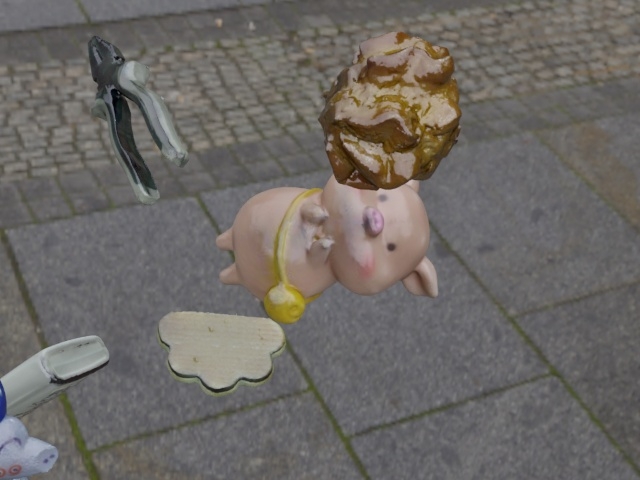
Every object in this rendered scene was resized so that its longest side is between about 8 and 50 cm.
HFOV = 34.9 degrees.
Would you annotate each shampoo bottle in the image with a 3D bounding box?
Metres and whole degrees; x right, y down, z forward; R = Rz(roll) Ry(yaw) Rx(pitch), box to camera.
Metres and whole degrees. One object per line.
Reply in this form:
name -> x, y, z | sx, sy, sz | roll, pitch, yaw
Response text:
shampoo bottle -> -0.483, 0.246, 1.621 | 0.071, 0.284, 0.153 | 62, 23, 4

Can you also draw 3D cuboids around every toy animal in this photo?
toy animal -> 0.001, 0.003, 1.154 | 0.247, 0.165, 0.149 | -8, 3, 7

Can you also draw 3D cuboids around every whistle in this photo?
whistle -> -0.136, 0.063, 0.401 | 0.033, 0.083, 0.029 | -29, 14, 4

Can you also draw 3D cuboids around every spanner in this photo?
spanner -> -0.245, -0.172, 1.294 | 0.040, 0.096, 0.325 | 23, 25, -43

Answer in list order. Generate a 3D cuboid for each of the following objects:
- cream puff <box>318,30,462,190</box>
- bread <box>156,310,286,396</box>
cream puff -> 0.044, -0.089, 0.718 | 0.094, 0.116, 0.122 | 5, 72, -21
bread -> -0.220, 0.248, 2.215 | 0.286, 0.056, 0.207 | 8, 52, -4
